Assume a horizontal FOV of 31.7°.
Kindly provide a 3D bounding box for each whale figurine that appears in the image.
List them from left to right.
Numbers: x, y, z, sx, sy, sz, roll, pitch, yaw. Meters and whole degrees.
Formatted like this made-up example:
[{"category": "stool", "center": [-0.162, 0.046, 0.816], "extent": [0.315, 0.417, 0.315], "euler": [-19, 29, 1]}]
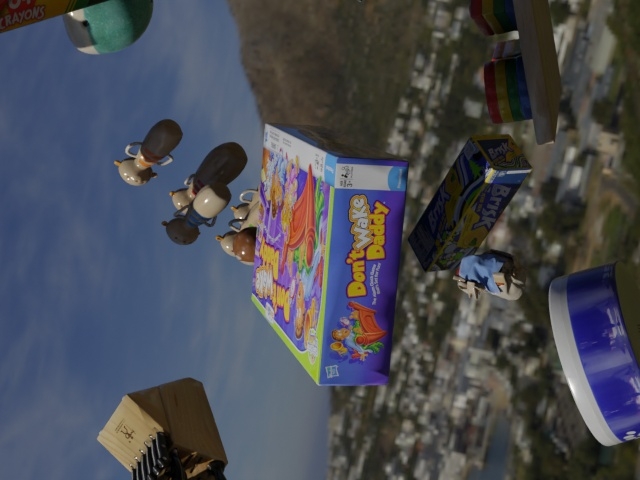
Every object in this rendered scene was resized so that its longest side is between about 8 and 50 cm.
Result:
[{"category": "whale figurine", "center": [-0.335, -0.422, 1.853], "extent": [0.272, 0.141, 0.216], "euler": [-81, -12, -52]}]

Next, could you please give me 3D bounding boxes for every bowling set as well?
[{"category": "bowling set", "center": [-0.151, -0.033, 1.602], "extent": [0.154, 0.287, 0.200], "euler": [-41, 44, 38]}]

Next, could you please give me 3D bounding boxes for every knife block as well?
[{"category": "knife block", "center": [-0.187, 0.319, 1.626], "extent": [0.088, 0.242, 0.275], "euler": [-55, -17, 14]}]

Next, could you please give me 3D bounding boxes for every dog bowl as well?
[{"category": "dog bowl", "center": [0.441, 0.168, 1.697], "extent": [0.265, 0.104, 0.265], "euler": [47, -148, -42]}]

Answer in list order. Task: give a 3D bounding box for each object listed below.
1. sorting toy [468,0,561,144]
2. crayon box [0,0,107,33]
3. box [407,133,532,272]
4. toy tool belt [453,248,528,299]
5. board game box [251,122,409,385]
[{"category": "sorting toy", "center": [0.268, -0.292, 1.568], "extent": [0.255, 0.089, 0.257], "euler": [-63, -37, -61]}, {"category": "crayon box", "center": [-0.427, -0.438, 1.464], "extent": [0.363, 0.106, 0.313], "euler": [-33, -43, -47]}, {"category": "box", "center": [0.162, -0.039, 1.241], "extent": [0.054, 0.059, 0.169], "euler": [62, 142, 32]}, {"category": "toy tool belt", "center": [0.159, 0.033, 1.113], "extent": [0.051, 0.083, 0.052], "euler": [12, -94, -45]}, {"category": "board game box", "center": [0.000, 0.000, 1.278], "extent": [0.347, 0.078, 0.233], "euler": [-143, 56, -72]}]
